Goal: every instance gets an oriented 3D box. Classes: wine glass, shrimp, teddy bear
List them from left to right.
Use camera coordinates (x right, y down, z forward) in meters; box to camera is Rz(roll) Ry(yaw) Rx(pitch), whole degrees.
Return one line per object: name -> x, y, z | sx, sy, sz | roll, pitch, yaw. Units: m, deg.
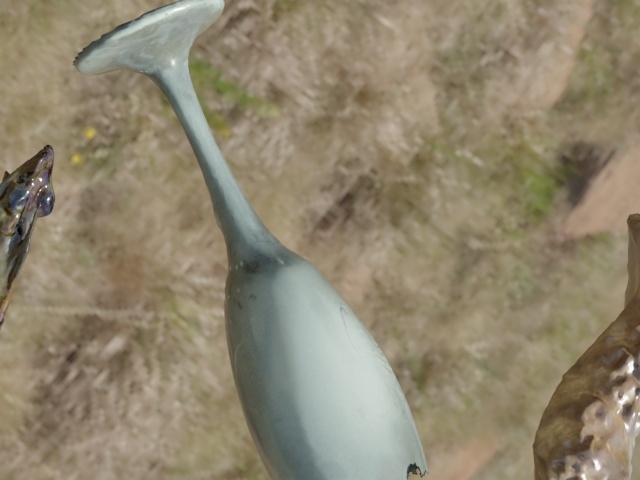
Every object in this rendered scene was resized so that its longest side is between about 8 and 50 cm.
shrimp -> -0.203, 0.008, 0.748 | 0.035, 0.148, 0.195 | 5, 122, -48
wine glass -> 0.000, 0.000, 0.952 | 0.096, 0.309, 0.264 | -26, 178, 28
teddy bear -> 0.276, 0.098, 0.972 | 0.246, 0.222, 0.296 | 82, 32, -66
